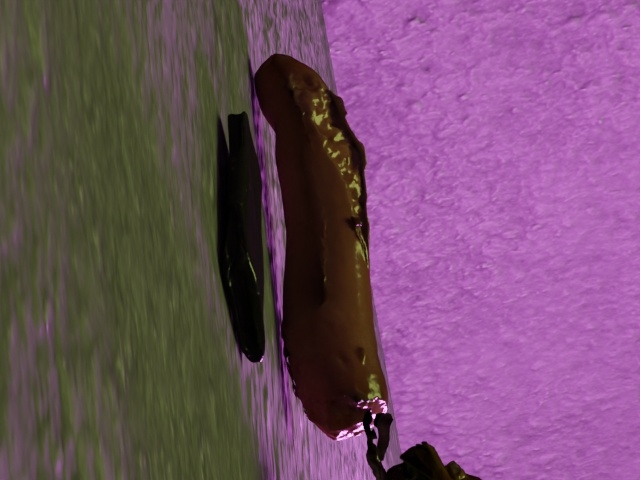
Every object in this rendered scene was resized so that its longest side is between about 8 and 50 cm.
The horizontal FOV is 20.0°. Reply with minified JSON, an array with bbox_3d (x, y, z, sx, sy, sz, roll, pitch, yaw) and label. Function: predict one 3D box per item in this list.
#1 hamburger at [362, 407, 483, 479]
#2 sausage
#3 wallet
[{"bbox_3d":[0.055,0.240,1.084,0.243,0.139,0.261,76,7,-62],"label":"hamburger"},{"bbox_3d":[0.000,0.000,1.309,0.078,0.078,0.304,74,9,-65],"label":"sausage"},{"bbox_3d":[-0.043,-0.007,1.063,0.156,0.018,0.082,-94,175,-49],"label":"wallet"}]
